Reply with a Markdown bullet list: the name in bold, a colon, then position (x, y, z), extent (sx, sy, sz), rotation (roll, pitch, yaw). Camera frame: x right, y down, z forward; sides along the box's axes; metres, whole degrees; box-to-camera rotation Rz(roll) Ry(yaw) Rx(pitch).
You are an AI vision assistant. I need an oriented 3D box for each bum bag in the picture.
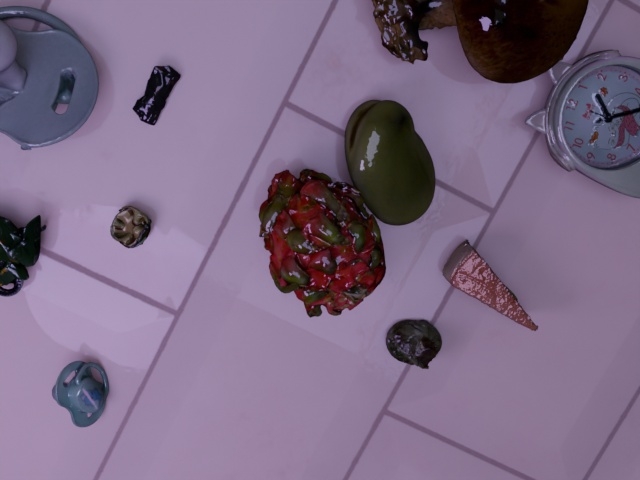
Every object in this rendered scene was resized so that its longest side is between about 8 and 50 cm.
- **bum bag**: position (-0.328, -0.292, 1.571), extent (0.057, 0.034, 0.124), rotation (24, 99, -22)

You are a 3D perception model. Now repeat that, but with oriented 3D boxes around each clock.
- **clock**: position (0.581, -0.251, 1.598), extent (0.324, 0.108, 0.265), rotation (20, 101, -6)

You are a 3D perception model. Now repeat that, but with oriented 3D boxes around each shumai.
- **shumai**: position (0.203, 0.228, 1.679), extent (0.123, 0.087, 0.099), rotation (0, 102, -2)

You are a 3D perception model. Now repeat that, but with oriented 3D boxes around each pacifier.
- **pacifier**: position (-0.514, 0.315, 1.658), extent (0.116, 0.127, 0.150), rotation (0, 136, 33)
- **pacifier**: position (-0.581, -0.330, 1.439), extent (0.343, 0.269, 0.288), rotation (11, 75, -9)

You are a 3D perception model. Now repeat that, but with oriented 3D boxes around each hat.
- **hat**: position (-0.382, -0.026, 1.609), extent (0.076, 0.059, 0.077), rotation (34, 92, 7)

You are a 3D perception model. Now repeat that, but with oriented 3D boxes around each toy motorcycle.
- **toy motorcycle**: position (-0.662, -0.028, 1.561), extent (0.187, 0.125, 0.275), rotation (-39, 101, 14)

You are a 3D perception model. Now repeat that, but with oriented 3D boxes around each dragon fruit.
- **dragon fruit**: position (0.000, -0.002, 1.548), extent (0.231, 0.237, 0.303), rotation (-22, 81, 3)

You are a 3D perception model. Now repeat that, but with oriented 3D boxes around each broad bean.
- **broad bean**: position (0.142, -0.152, 1.576), extent (0.189, 0.121, 0.263), rotation (-35, 106, -26)

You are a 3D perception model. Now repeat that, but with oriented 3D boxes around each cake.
- **cake**: position (0.351, 0.112, 1.654), extent (0.090, 0.109, 0.225), rotation (-42, 100, 5)

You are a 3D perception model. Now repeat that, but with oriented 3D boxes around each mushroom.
- **mushroom**: position (0.326, -0.452, 1.504), extent (0.334, 0.356, 0.331), rotation (-34, 95, -38)

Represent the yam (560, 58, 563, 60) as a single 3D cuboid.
- **yam**: position (0.496, -0.437, 1.595), extent (0.032, 0.032, 0.145), rotation (10, 99, -6)
